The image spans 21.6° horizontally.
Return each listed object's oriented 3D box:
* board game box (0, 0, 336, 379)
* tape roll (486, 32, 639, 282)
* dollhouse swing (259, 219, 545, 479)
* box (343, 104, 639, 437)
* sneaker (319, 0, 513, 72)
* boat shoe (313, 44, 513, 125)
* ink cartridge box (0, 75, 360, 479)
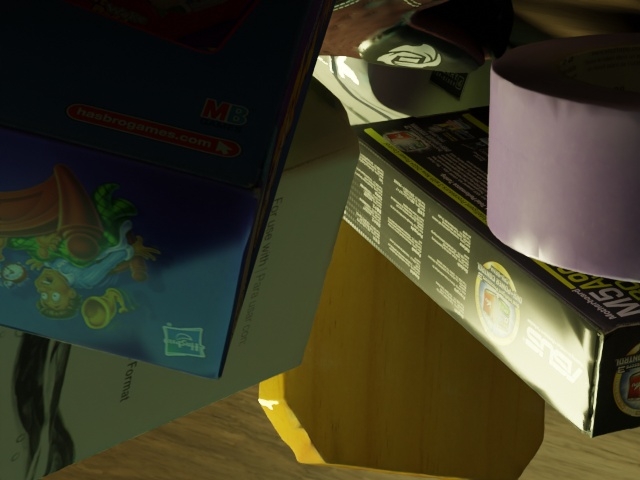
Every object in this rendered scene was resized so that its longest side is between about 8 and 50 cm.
[{"bbox_3d":[-0.170,-0.101,0.557,0.347,0.078,0.233,14,-139,1],"label":"board game box"},{"bbox_3d":[0.174,-0.044,0.795,0.189,0.080,0.189,-1,-163,0],"label":"tape roll"},{"bbox_3d":[0.000,0.000,1.301,0.315,0.305,0.346,13,180,44],"label":"dollhouse swing"},{"bbox_3d":[0.163,-0.004,0.903,0.216,0.060,0.270,-11,-152,-24],"label":"box"},{"bbox_3d":[0.005,-0.109,0.817,0.162,0.106,0.281,11,179,-9],"label":"sneaker"},{"bbox_3d":[0.053,-0.098,1.058,0.088,0.096,0.267,18,180,29],"label":"boat shoe"},{"bbox_3d":[-0.176,-0.013,0.621,0.307,0.129,0.223,-21,-129,-35],"label":"ink cartridge box"}]
